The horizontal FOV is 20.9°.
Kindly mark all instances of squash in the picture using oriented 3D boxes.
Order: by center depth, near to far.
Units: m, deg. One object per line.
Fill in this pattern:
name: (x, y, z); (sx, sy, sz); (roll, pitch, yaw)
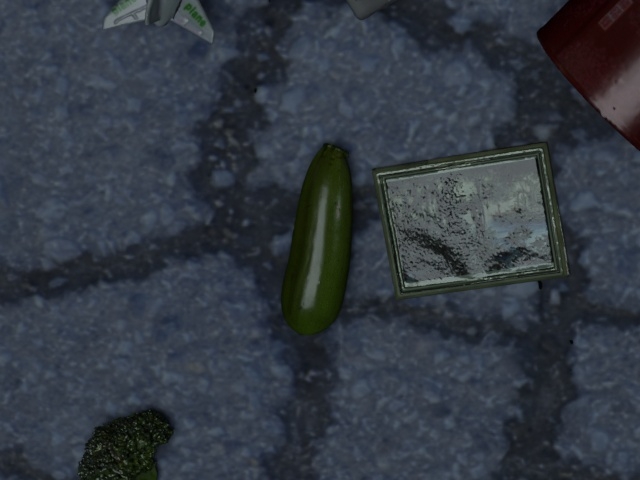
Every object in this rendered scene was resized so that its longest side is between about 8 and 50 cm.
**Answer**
squash: (0.000, 0.000, 1.780); (0.066, 0.066, 0.201); (10, 98, 10)

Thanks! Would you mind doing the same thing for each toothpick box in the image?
toothpick box: (0.382, -0.238, 1.569); (0.204, 0.204, 0.333); (45, 107, -1)

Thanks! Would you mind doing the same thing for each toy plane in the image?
toy plane: (-0.147, -0.328, 1.715); (0.251, 0.101, 0.255); (9, 101, 10)

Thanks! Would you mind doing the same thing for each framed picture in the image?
framed picture: (0.152, -0.018, 1.768); (0.183, 0.011, 0.142); (-8, 101, 14)

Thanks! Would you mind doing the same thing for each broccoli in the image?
broccoli: (-0.208, 0.232, 1.881); (0.095, 0.097, 0.092); (-2, 147, 34)

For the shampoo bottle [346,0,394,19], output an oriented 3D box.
shampoo bottle: (0.017, -0.333, 1.700); (0.086, 0.056, 0.227); (-30, 95, 19)
